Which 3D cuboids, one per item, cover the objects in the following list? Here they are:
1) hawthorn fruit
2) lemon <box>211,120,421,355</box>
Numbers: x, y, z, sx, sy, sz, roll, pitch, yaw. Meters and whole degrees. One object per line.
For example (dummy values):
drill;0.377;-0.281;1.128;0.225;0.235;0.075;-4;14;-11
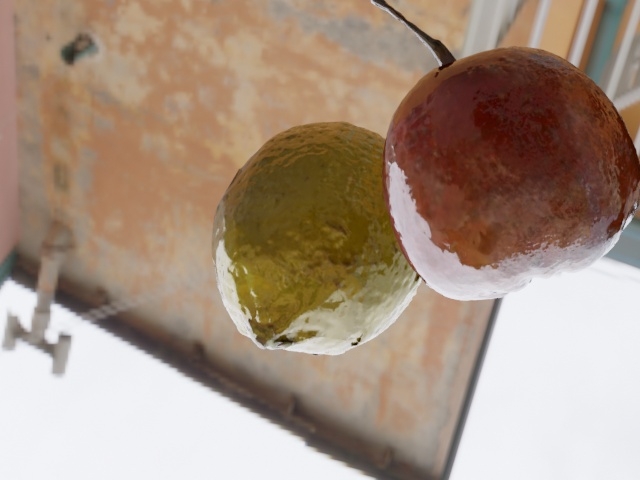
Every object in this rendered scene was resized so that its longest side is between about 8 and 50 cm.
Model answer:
hawthorn fruit;0.171;-0.067;1.172;0.235;0.263;0.231;-4;-146;8
lemon;0.000;0.000;1.492;0.253;0.253;0.310;20;-129;12
